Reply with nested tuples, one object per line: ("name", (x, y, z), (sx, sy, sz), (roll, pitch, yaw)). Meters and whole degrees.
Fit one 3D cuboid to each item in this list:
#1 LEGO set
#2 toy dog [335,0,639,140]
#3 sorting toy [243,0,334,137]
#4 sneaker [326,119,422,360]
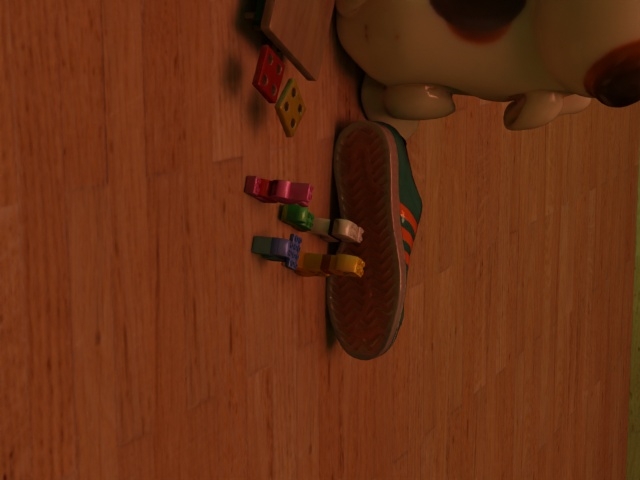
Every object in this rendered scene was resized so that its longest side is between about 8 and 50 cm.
("LEGO set", (0.000, 0.000, 1.425), (0.227, 0.093, 0.087), (30, 68, -63))
("toy dog", (0.251, -0.291, 1.539), (0.395, 0.408, 0.284), (38, 60, -61))
("sorting toy", (-0.037, -0.254, 1.358), (0.132, 0.046, 0.274), (39, 59, -61))
("sneaker", (0.081, -0.001, 1.582), (0.121, 0.108, 0.302), (-2, 94, -61))
